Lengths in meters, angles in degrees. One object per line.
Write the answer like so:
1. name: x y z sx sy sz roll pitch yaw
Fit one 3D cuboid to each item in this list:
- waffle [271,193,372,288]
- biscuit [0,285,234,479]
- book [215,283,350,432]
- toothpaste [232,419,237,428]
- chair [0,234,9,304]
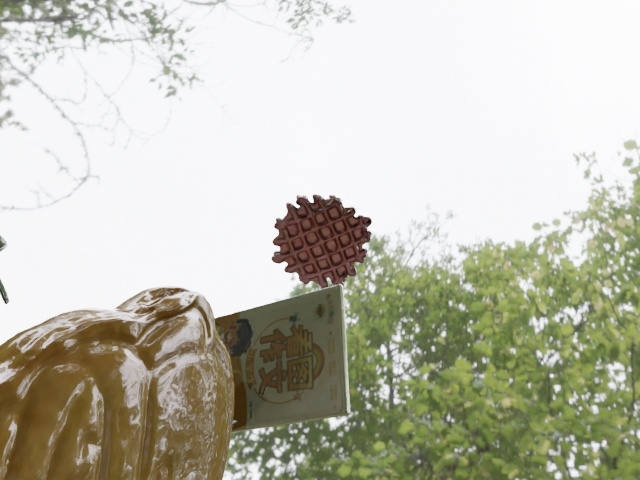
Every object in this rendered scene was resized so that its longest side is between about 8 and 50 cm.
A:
1. waffle: 0.000 0.000 1.542 0.234 0.055 0.221 24 -85 -10
2. biscuit: -0.174 0.201 0.510 0.057 0.351 0.312 7 -82 26
3. book: -0.082 0.203 1.088 0.295 0.208 0.020 -18 -29 30
4. toothpaste: -0.236 0.234 0.820 0.099 0.282 0.068 35 -76 34
5. chair: -0.892 0.078 1.657 0.190 0.203 0.274 42 -36 17
